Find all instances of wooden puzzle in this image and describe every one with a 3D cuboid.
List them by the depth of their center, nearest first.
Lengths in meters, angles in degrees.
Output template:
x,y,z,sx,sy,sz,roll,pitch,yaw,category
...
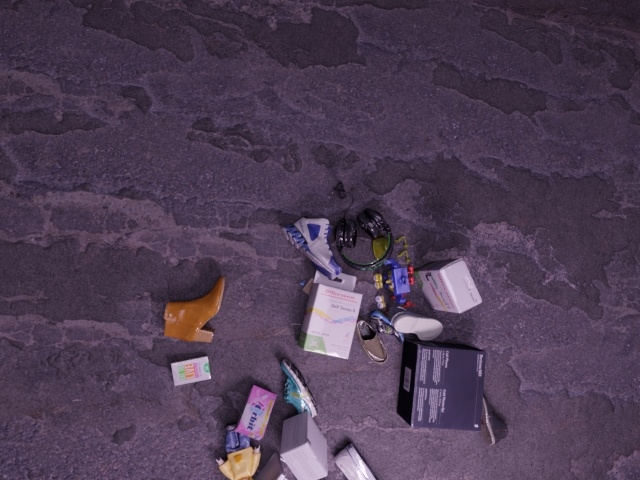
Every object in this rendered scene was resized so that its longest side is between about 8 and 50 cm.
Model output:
x,y,z,sx,sy,sz,roll,pitch,yaw,category
-0.033,0.213,1.802,0.116,0.014,0.078,47,75,-8,wooden puzzle

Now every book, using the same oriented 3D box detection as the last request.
x,y,z,sx,sy,sz,roll,pitch,yaw,category
-0.534,0.537,1.681,0.145,0.035,0.096,-9,90,-12,book

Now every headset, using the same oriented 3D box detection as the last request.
x,y,z,sx,sy,sz,roll,pitch,yaw,category
0.161,-0.065,1.758,0.244,0.185,0.393,-23,65,3,headset

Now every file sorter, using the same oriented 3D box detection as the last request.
x,y,z,sx,sy,sz,roll,pitch,yaw,category
-0.190,1.043,1.612,0.173,0.193,0.277,41,80,-7,file sorter

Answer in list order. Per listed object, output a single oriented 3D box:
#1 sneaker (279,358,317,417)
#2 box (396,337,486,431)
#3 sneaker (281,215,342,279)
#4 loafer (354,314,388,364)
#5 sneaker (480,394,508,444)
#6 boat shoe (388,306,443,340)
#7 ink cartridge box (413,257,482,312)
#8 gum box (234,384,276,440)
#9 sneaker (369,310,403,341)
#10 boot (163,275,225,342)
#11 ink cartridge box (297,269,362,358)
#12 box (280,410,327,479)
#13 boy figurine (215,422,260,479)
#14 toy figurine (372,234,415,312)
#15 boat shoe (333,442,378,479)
x,y,z,sx,sy,sz,roll,pitch,yaw,category
-0.109,0.633,1.710,0.110,0.107,0.275,-25,90,-2,sneaker
0.525,0.625,1.777,0.313,0.179,0.342,8,84,-8,box
-0.001,-0.001,1.748,0.182,0.127,0.315,-41,73,-15,sneaker
0.214,0.443,1.786,0.094,0.087,0.251,-36,91,-11,loafer
0.777,0.805,1.866,0.118,0.083,0.221,-5,78,-29,sneaker
0.421,0.358,1.795,0.320,0.099,0.116,21,110,-36,boat shoe
0.543,0.195,1.769,0.117,0.278,0.201,-25,89,-11,ink cartridge box
-0.260,0.693,1.653,0.107,0.062,0.188,27,45,-8,gum box
0.297,0.392,1.825,0.188,0.067,0.078,40,101,-6,sneaker
-0.520,0.270,1.669,0.212,0.104,0.294,15,87,-8,boot
0.048,0.305,1.748,0.207,0.119,0.352,15,82,-14,ink cartridge box
-0.063,0.826,1.625,0.119,0.182,0.180,-25,107,8,box
-0.326,0.881,1.621,0.178,0.092,0.284,-7,68,-10,boy figurine
0.352,0.143,1.772,0.192,0.217,0.361,-4,86,-10,toy figurine
0.176,1.052,1.698,0.157,0.136,0.366,-35,85,-6,boat shoe
